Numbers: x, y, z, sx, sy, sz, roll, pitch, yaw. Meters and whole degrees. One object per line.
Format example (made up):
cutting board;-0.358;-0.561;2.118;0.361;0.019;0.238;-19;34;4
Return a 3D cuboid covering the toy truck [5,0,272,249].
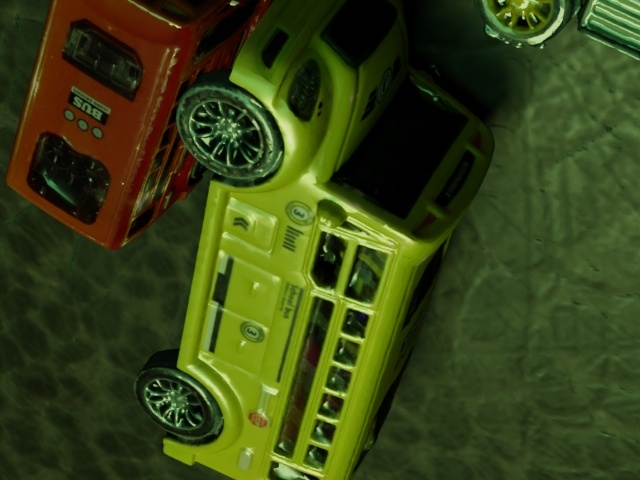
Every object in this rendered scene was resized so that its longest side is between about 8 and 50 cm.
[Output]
toy truck;-0.097;-0.116;0.938;0.107;0.114;0.252;32;135;7

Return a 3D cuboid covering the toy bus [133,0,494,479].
toy bus;0.000;0.000;0.952;0.151;0.145;0.331;26;136;10

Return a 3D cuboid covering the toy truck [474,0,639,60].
toy truck;0.160;-0.158;0.746;0.272;0.124;0.157;27;132;12
